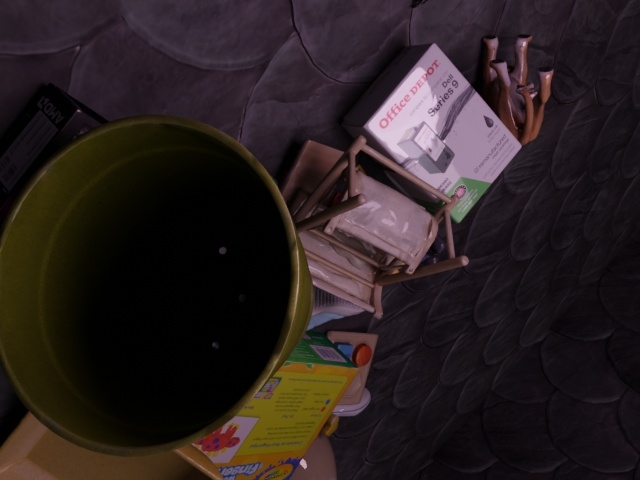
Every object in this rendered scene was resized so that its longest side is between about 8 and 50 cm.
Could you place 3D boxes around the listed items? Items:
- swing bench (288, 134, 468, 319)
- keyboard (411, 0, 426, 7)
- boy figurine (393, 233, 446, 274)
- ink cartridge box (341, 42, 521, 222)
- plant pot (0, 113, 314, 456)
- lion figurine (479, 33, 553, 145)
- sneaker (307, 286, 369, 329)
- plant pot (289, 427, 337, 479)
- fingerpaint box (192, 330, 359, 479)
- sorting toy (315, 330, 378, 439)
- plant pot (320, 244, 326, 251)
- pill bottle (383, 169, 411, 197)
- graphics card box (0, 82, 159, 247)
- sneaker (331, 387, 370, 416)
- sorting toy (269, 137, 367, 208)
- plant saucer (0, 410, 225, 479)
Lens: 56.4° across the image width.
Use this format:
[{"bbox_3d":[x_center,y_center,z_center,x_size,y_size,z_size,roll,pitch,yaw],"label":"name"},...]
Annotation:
[{"bbox_3d":[0.087,-0.012,1.100,0.253,0.165,0.254,28,135,-26],"label":"swing bench"},{"bbox_3d":[0.225,-0.494,1.108,0.192,0.038,0.100,-29,140,-26],"label":"keyboard"},{"bbox_3d":[0.206,0.024,1.517,0.285,0.092,0.177,-6,128,-49],"label":"boy figurine"},{"bbox_3d":[0.217,-0.207,1.173,0.289,0.121,0.211,41,87,-23],"label":"ink cartridge box"},{"bbox_3d":[-0.163,0.067,0.806,0.366,0.366,0.353,-51,165,1],"label":"plant pot"},{"bbox_3d":[0.418,-0.300,1.304,0.392,0.142,0.240,-67,154,-52],"label":"lion figurine"},{"bbox_3d":[-0.027,0.138,1.361,0.150,0.135,0.366,-33,159,29],"label":"sneaker"},{"bbox_3d":[-0.063,0.673,1.722,0.284,0.191,0.284,-28,139,-28],"label":"plant pot"},{"bbox_3d":[-0.180,0.371,1.319,0.445,0.163,0.371,19,105,-49],"label":"fingerpaint box"},{"bbox_3d":[0.060,0.403,1.649,0.229,0.041,0.307,11,95,-47],"label":"sorting toy"},{"bbox_3d":[0.000,0.000,1.258,0.096,0.109,0.109,-46,146,-27],"label":"plant pot"},{"bbox_3d":[0.262,-0.214,1.324,0.246,0.130,0.130,-49,145,-3],"label":"pill bottle"},{"bbox_3d":[-0.381,-0.003,0.832,0.371,0.094,0.233,-52,147,0],"label":"graphics card box"},{"bbox_3d":[0.068,0.462,1.757,0.258,0.094,0.091,-1,125,-48],"label":"sneaker"},{"bbox_3d":[-0.017,-0.129,1.163,0.274,0.046,0.132,9,115,-50],"label":"sorting toy"},{"bbox_3d":[-0.372,0.397,1.042,0.333,0.333,0.081,-47,-170,22],"label":"plant saucer"}]
